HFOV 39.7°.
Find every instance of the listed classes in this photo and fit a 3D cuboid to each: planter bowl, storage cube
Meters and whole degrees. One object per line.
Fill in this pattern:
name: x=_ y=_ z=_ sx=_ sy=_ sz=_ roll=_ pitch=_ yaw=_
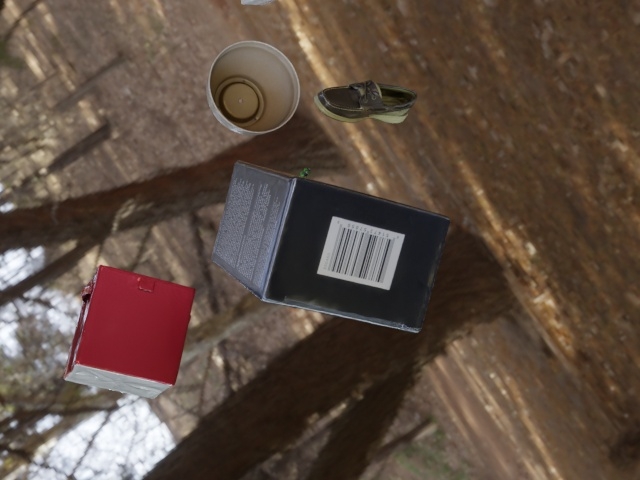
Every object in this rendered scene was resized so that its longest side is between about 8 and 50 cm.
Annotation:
planter bowl: x=-0.130 y=-0.256 z=1.558 sx=0.162 sy=0.162 sz=0.109 roll=56 pitch=159 yaw=-7
storage cube: x=-0.364 y=0.180 z=1.691 sx=0.215 sy=0.193 sz=0.184 roll=17 pitch=157 yaw=-18

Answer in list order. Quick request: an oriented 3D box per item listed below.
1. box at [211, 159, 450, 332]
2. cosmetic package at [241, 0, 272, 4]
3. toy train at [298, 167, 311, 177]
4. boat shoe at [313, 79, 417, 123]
box: x=0.000 y=0.000 z=1.620 sx=0.294 sy=0.211 sz=0.395 roll=13 pitch=-176 yaw=-20
cosmetic package: x=-0.096 y=-0.425 z=1.363 sx=0.060 sy=0.041 sz=0.115 roll=2 pitch=99 yaw=50
toy train: x=-0.051 y=-0.123 z=1.888 sx=0.017 sy=0.083 sz=0.023 roll=41 pitch=-154 yaw=-11
boat shoe: x=0.090 y=-0.273 z=1.695 sx=0.224 sy=0.073 sz=0.080 roll=-1 pitch=-124 yaw=-37
